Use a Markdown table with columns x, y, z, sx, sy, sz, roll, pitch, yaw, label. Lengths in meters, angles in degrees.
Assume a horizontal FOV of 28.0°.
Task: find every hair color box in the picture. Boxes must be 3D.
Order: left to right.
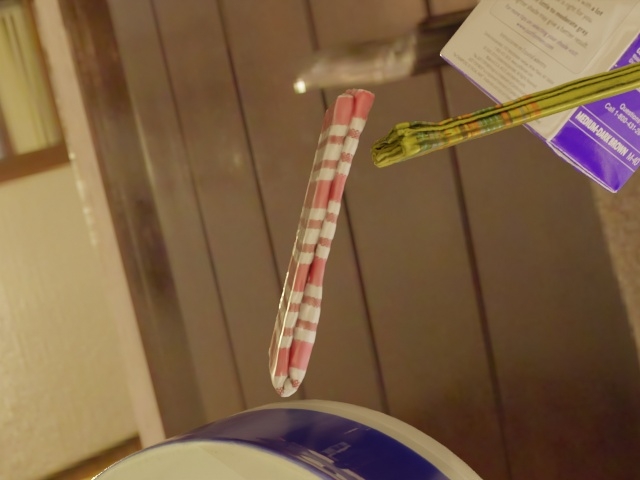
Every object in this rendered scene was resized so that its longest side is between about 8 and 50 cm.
| x | y | z | sx | sy | sz | roll | pitch | yaw | label |
| --- | --- | --- | --- | --- | --- | --- | --- | --- | --- |
| 0.273 | -0.228 | 1.051 | 0.110 | 0.339 | 0.185 | 29 | -165 | -37 | hair color box |

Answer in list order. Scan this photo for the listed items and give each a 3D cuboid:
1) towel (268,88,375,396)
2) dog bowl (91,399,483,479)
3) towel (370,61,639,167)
| x | y | z | sx | sy | sz | roll | pitch | yaw | label |
| --- | --- | --- | --- | --- | --- | --- | --- | --- | --- |
| 0.000 | 0.000 | 0.840 | 0.029 | 0.197 | 0.144 | 13 | -178 | -2 | towel |
| -0.018 | 0.218 | 0.637 | 0.265 | 0.264 | 0.104 | -5 | -179 | 30 | dog bowl |
| 0.149 | -0.091 | 0.815 | 0.237 | 0.021 | 0.102 | -17 | -178 | -9 | towel |
